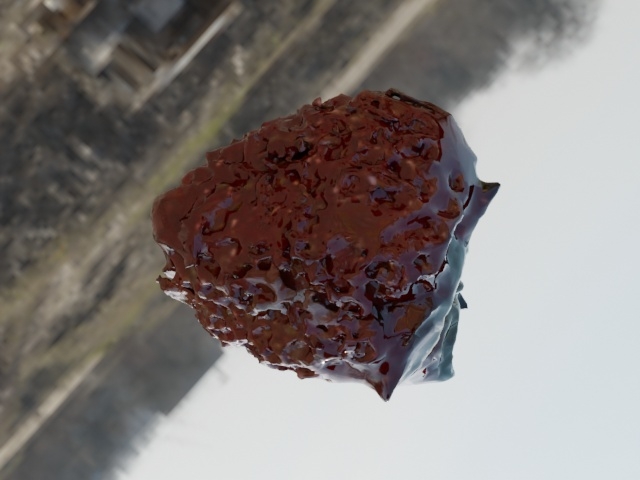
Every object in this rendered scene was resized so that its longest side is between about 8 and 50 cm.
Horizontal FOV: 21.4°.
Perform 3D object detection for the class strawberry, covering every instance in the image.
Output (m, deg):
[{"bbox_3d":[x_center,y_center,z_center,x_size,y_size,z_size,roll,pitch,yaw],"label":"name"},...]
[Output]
[{"bbox_3d":[0.000,0.000,1.009,0.187,0.201,0.184,103,-9,-85],"label":"strawberry"}]
